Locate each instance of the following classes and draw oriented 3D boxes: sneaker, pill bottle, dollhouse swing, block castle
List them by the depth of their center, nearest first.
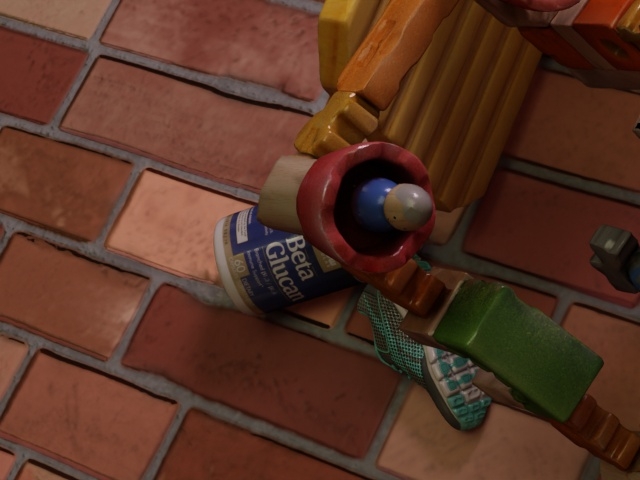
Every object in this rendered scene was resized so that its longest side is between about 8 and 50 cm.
[{"bbox_3d":[0.211,-0.010,1.384,0.303,0.453,0.213,-57,24,-10],"label":"block castle"},{"bbox_3d":[0.206,-0.210,1.560,0.315,0.347,0.305,-2,63,26],"label":"dollhouse swing"},{"bbox_3d":[0.085,0.092,1.651,0.076,0.065,0.166,-47,59,41],"label":"sneaker"},{"bbox_3d":[0.000,0.000,1.712,0.169,0.094,0.094,-18,58,18],"label":"pill bottle"}]
